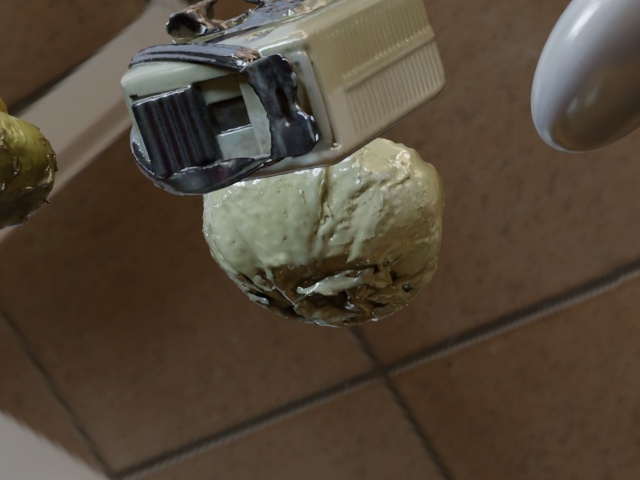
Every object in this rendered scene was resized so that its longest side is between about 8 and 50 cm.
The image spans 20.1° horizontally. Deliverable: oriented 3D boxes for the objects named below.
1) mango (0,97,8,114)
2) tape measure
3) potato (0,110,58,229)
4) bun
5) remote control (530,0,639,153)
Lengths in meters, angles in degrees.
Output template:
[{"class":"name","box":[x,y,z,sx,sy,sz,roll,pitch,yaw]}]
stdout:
[{"class":"mango","box":[-0.390,-0.137,1.936,0.130,0.195,0.092,21,88,18]},{"class":"tape measure","box":[-0.055,-0.118,1.372,0.231,0.271,0.133,-11,105,28]},{"class":"potato","box":[-0.307,-0.057,1.479,0.090,0.225,0.117,45,112,28]},{"class":"bun","box":[0.000,0.000,1.763,0.259,0.152,0.259,4,158,1]},{"class":"remote control","box":[0.311,-0.197,1.641,0.103,0.332,0.221,43,144,24]}]
